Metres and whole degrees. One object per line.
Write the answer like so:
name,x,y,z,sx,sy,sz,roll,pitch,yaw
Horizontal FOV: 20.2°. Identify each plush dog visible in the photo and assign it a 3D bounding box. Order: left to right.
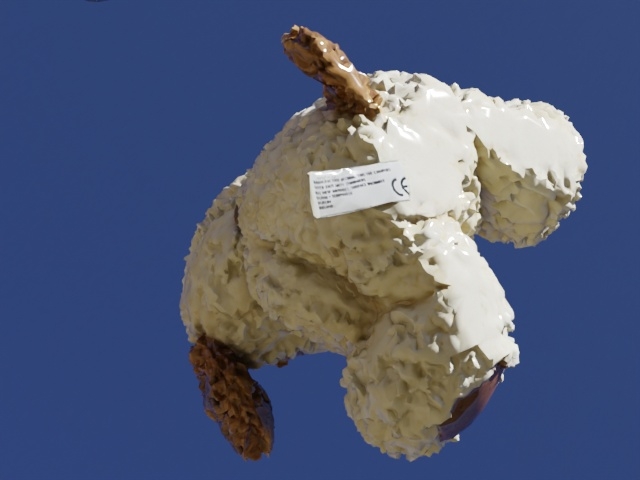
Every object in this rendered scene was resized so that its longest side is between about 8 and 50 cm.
plush dog,0.000,0.000,1.050,0.210,0.262,0.225,40,-44,-15
